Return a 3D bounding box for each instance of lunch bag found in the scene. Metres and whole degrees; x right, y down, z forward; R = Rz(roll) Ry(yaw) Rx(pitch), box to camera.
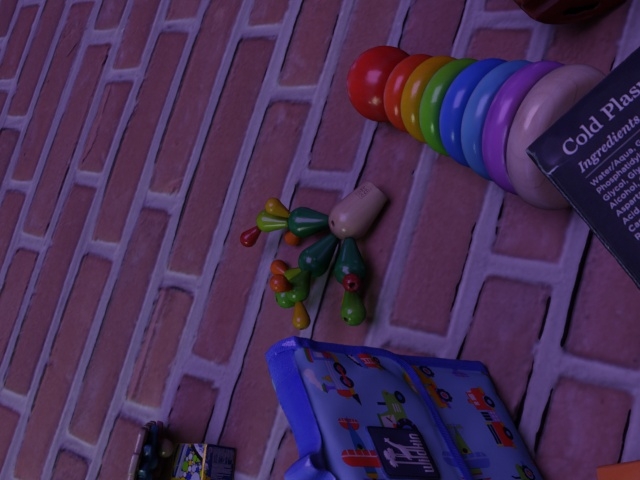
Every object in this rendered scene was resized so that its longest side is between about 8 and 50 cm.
[{"bbox_3d":[0.067,0.204,0.716,0.138,0.293,0.221,-40,52,22],"label":"lunch bag"}]

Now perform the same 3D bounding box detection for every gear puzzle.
[{"bbox_3d":[-0.231,0.390,1.015,0.175,0.044,0.339,127,155,-79],"label":"gear puzzle"}]

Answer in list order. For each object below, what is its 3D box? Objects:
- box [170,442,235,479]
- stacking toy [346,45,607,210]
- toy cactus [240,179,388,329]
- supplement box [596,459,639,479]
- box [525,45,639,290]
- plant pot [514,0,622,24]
[{"bbox_3d":[-0.146,0.330,1.010,0.059,0.054,0.169,-11,66,38],"label":"box"},{"bbox_3d":[0.146,-0.148,0.906,0.330,0.141,0.141,32,95,48],"label":"stacking toy"},{"bbox_3d":[0.000,0.000,0.995,0.180,0.112,0.219,-48,40,3],"label":"toy cactus"},{"bbox_3d":[0.280,0.289,0.650,0.078,0.080,0.234,-22,62,35],"label":"supplement box"},{"bbox_3d":[0.341,0.043,0.511,0.179,0.343,0.313,-44,52,20],"label":"box"},{"bbox_3d":[0.224,-0.380,0.850,0.272,0.272,0.265,-38,61,23],"label":"plant pot"}]
